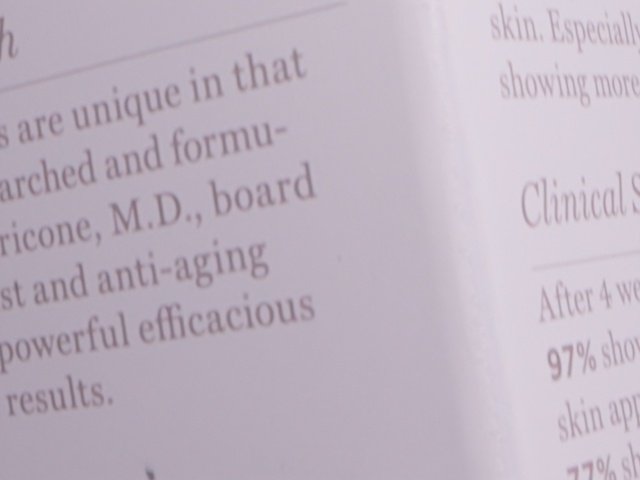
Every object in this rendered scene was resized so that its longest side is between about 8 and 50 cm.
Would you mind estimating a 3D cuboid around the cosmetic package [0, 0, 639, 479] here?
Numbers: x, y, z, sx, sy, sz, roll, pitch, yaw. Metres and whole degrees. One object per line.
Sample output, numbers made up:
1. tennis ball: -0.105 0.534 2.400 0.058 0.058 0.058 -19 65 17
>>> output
1. cosmetic package: 0.000 0.000 0.694 0.329 0.327 0.393 -5 86 -55
